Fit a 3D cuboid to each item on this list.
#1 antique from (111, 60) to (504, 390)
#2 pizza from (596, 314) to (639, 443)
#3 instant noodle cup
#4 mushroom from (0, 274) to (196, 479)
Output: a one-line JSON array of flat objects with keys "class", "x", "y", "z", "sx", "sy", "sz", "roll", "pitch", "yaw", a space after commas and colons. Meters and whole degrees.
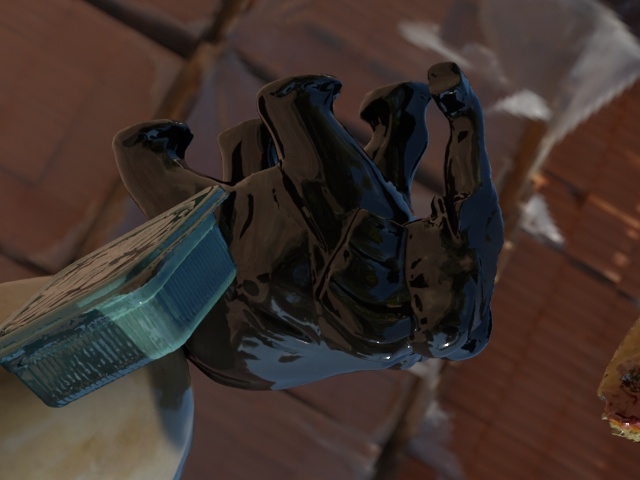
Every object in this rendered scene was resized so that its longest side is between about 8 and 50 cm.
[{"class": "antique", "x": 0.000, "y": 0.000, "z": 1.438, "sx": 0.185, "sy": 0.322, "sz": 0.255, "roll": 32, "pitch": 44, "yaw": -70}, {"class": "pizza", "x": 0.552, "y": 0.118, "z": 1.834, "sx": 0.440, "sy": 0.130, "sz": 0.406, "roll": -41, "pitch": -136, "yaw": -8}, {"class": "instant noodle cup", "x": -0.138, "y": 0.044, "z": 1.168, "sx": 0.179, "sy": 0.070, "sz": 0.157, "roll": -28, "pitch": -167, "yaw": 31}, {"class": "mushroom", "x": -0.287, "y": 0.150, "z": 1.404, "sx": 0.362, "sy": 0.295, "sz": 0.362, "roll": -24, "pitch": 156, "yaw": -12}]
